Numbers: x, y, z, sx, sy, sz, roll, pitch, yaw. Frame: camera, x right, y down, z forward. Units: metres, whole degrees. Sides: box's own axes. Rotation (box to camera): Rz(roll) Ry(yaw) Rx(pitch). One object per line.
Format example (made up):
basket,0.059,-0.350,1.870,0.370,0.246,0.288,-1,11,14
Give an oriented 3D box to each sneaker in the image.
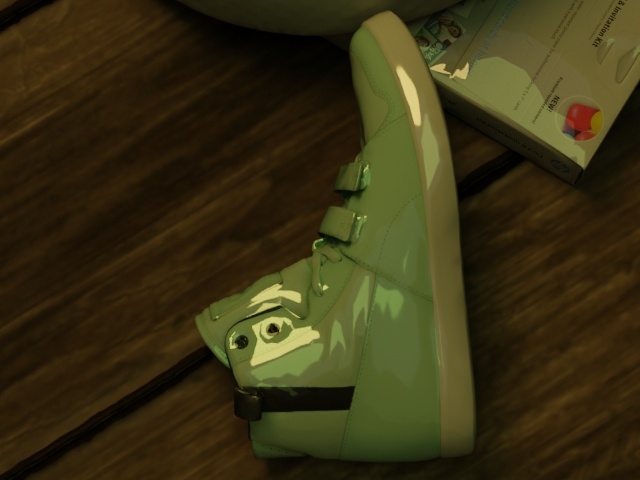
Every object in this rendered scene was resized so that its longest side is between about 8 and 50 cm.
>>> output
sneaker,0.000,0.000,0.822,0.151,0.094,0.256,-6,85,-1

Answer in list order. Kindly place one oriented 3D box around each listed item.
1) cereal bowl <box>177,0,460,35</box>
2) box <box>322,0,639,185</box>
cereal bowl,0.000,-0.298,0.865,0.339,0.141,0.339,-3,70,8
box,0.115,-0.143,0.901,0.186,0.038,0.145,31,77,9
